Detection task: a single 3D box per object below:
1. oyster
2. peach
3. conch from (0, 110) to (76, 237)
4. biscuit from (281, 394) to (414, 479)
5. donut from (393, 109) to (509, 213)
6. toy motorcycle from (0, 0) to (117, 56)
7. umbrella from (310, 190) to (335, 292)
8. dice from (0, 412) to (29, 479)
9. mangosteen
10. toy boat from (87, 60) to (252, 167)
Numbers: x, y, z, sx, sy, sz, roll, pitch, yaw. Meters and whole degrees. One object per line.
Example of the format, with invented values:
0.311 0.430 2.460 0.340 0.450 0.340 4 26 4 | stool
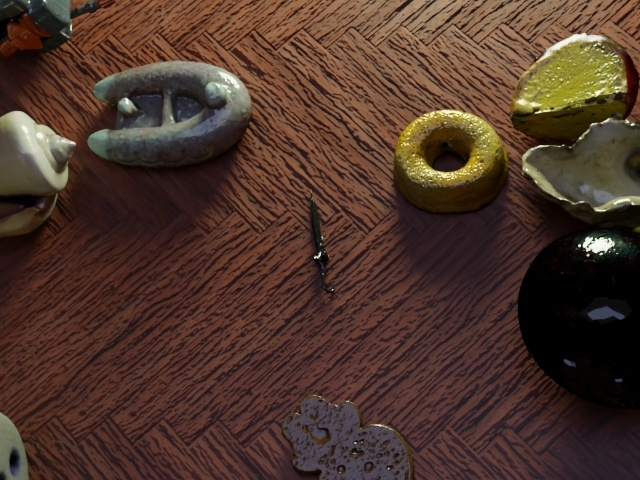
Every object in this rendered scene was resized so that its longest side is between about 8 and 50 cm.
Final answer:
0.427 -0.087 1.326 0.341 0.110 0.166 -19 52 -8 | oyster
0.325 -0.184 1.402 0.172 0.092 0.127 -32 62 7 | peach
-0.431 -0.082 1.470 0.255 0.127 0.158 -14 96 25 | conch
0.034 0.258 1.295 0.124 0.026 0.175 -44 69 -12 | biscuit
0.168 -0.106 1.411 0.152 0.058 0.151 -4 67 9 | donut
-0.406 -0.427 1.589 0.221 0.148 0.325 -17 62 25 | toy motorcycle
-0.004 0.000 1.411 0.022 0.022 0.148 5 60 -36 | umbrella
-0.458 0.297 1.261 0.194 0.193 0.191 -6 66 4 | dice
0.341 0.077 1.233 0.243 0.243 0.242 -3 67 7 | mangosteen
-0.207 -0.179 1.478 0.228 0.085 0.155 -1 67 8 | toy boat
